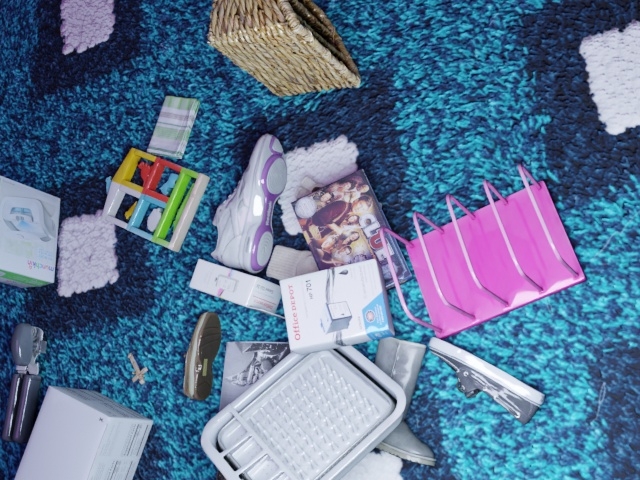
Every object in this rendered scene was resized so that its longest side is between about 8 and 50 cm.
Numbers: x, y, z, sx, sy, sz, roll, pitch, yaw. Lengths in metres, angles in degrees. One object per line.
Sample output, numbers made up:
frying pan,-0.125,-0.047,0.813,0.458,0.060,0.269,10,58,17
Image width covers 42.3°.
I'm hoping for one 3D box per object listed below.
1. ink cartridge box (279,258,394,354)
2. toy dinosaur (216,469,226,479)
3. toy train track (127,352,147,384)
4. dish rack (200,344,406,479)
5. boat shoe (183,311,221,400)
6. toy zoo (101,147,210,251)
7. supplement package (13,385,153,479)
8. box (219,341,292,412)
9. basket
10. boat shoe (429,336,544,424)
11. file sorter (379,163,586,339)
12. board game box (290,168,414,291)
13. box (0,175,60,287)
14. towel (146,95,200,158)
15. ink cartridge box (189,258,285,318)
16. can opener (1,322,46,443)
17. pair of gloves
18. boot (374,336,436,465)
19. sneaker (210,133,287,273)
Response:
ink cartridge box,0.031,0.126,1.552,0.190,0.082,0.140,-13,74,9
toy dinosaur,-0.137,0.556,1.597,0.218,0.164,0.322,15,122,46
toy train track,-0.422,0.291,1.884,0.048,0.014,0.083,-41,60,13
dish rack,-0.026,0.341,1.506,0.332,0.072,0.285,-39,41,-15
boat shoe,-0.267,0.245,1.783,0.072,0.068,0.190,2,77,41
toy zoo,-0.414,-0.107,1.981,0.293,0.030,0.192,22,88,32
supplement package,-0.526,0.479,1.812,0.204,0.145,0.262,17,84,31
box,-0.114,0.323,1.678,0.183,0.056,0.231,-2,75,28
basket,-0.056,-0.455,1.723,0.223,0.299,0.214,-1,74,31
boat shoe,0.283,0.251,1.470,0.228,0.080,0.076,28,89,24
file sorter,0.280,0.019,1.470,0.290,0.182,0.202,-26,65,21
board game box,0.061,-0.001,1.642,0.165,0.042,0.243,-26,72,6
box,-0.786,-0.022,2.030,0.126,0.262,0.231,-10,71,26
towel,-0.359,-0.277,2.003,0.113,0.023,0.152,12,82,30
ink cartridge box,-0.160,0.103,1.731,0.198,0.115,0.067,16,84,31
can opener,-0.730,0.342,1.993,0.075,0.095,0.284,-1,75,30
pair of gloves,0.000,0.000,1.714,0.204,0.042,0.240,24,89,32
boot,0.159,0.293,1.532,0.189,0.076,0.209,17,79,32
sneaker,-0.164,-0.088,1.786,0.152,0.114,0.305,7,80,29
